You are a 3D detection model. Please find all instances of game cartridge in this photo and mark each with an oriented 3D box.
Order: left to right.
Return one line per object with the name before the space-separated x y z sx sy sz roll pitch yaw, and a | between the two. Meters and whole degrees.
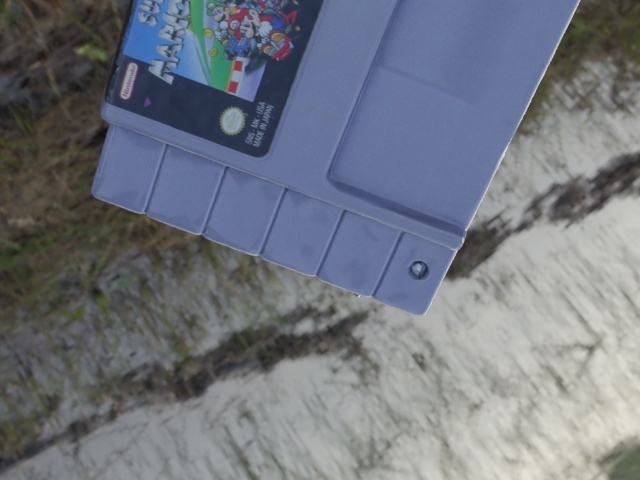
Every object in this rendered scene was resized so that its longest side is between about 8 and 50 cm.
game cartridge | 0.019 -0.138 0.646 0.230 0.068 0.355 18 120 -8

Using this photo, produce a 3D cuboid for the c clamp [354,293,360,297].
c clamp | 0.000 0.000 1.186 0.022 0.161 0.137 -39 157 0
